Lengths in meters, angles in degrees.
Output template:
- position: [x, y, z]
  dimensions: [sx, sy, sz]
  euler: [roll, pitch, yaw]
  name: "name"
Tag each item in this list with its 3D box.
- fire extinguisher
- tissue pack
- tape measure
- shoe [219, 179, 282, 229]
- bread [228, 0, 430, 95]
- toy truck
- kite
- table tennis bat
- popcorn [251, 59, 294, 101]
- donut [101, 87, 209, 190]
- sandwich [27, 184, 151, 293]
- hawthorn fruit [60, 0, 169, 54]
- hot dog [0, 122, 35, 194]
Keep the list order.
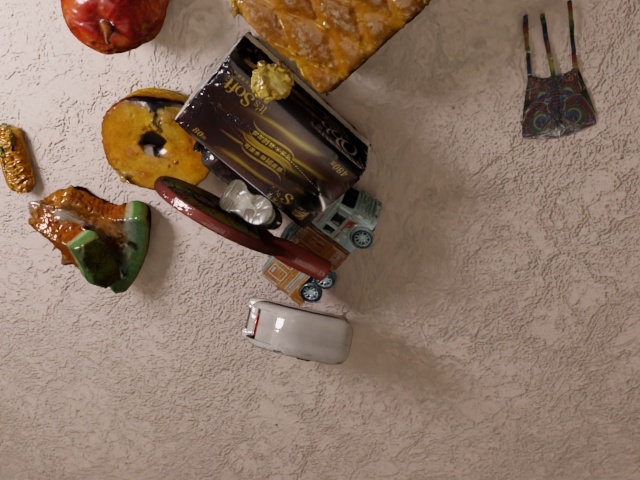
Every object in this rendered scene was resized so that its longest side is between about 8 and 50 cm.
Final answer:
- position: [-0.184, -0.148, 1.615]
  dimensions: [0.072, 0.089, 0.268]
  euler: [-34, 134, 19]
  name: "fire extinguisher"
- position: [-0.093, -0.236, 1.535]
  dimensions: [0.370, 0.198, 0.210]
  euler: [39, 124, -16]
  name: "tissue pack"
- position: [-0.059, 0.225, 1.803]
  dimensions: [0.258, 0.265, 0.130]
  euler: [15, 88, -5]
  name: "tape measure"
- position: [-0.134, -0.063, 1.530]
  dimensions: [0.099, 0.169, 0.071]
  euler: [35, 87, -48]
  name: "shoe"
- position: [0.021, -0.471, 1.364]
  dimensions: [0.279, 0.207, 0.279]
  euler: [40, 120, -15]
  name: "bread"
- position: [0.000, 0.000, 1.710]
  dimensions: [0.162, 0.136, 0.305]
  euler: [35, 122, -10]
  name: "toy truck"
- position: [0.473, -0.338, 1.497]
  dimensions: [0.152, 0.015, 0.285]
  euler: [-10, 123, 11]
  name: "kite"
- position: [-0.164, -0.025, 1.570]
  dimensions: [0.415, 0.268, 0.051]
  euler: [28, 98, -13]
  name: "table tennis bat"
- position: [-0.091, -0.297, 1.369]
  dimensions: [0.082, 0.057, 0.083]
  euler: [-39, 105, -14]
  name: "popcorn"
- position: [-0.355, -0.221, 1.633]
  dimensions: [0.254, 0.118, 0.253]
  euler: [4, 121, 7]
  name: "donut"
- position: [-0.561, -0.011, 1.772]
  dimensions: [0.301, 0.162, 0.250]
  euler: [27, 118, -12]
  name: "sandwich"
- position: [-0.401, -0.440, 1.416]
  dimensions: [0.208, 0.243, 0.207]
  euler: [-2, 136, -2]
  name: "hawthorn fruit"
- position: [-0.725, -0.187, 1.745]
  dimensions: [0.072, 0.055, 0.188]
  euler: [0, 121, 7]
  name: "hot dog"
